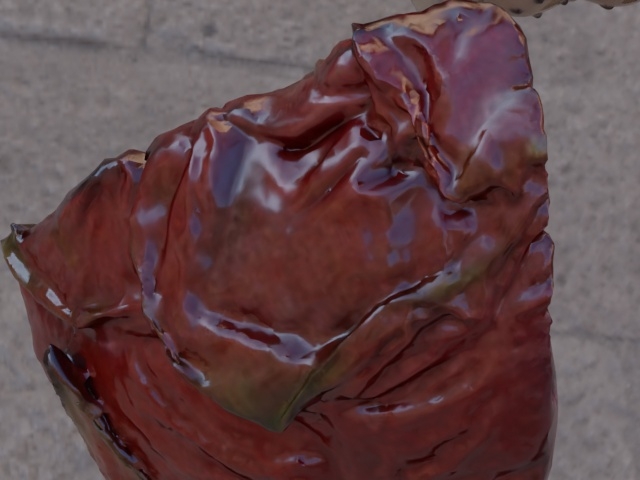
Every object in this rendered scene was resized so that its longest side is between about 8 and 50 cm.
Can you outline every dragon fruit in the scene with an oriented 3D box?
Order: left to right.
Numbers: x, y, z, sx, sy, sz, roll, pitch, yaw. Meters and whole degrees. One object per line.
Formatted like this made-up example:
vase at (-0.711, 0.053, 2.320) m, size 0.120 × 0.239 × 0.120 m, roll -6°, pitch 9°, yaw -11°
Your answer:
dragon fruit at (0.000, 0.000, 0.662) m, size 0.302 × 0.330 × 0.240 m, roll 19°, pitch 44°, yaw -9°

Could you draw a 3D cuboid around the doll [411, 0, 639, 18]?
doll at (0.195, -0.237, 1.042) m, size 0.278 × 0.154 × 0.119 m, roll -17°, pitch 73°, yaw -39°
